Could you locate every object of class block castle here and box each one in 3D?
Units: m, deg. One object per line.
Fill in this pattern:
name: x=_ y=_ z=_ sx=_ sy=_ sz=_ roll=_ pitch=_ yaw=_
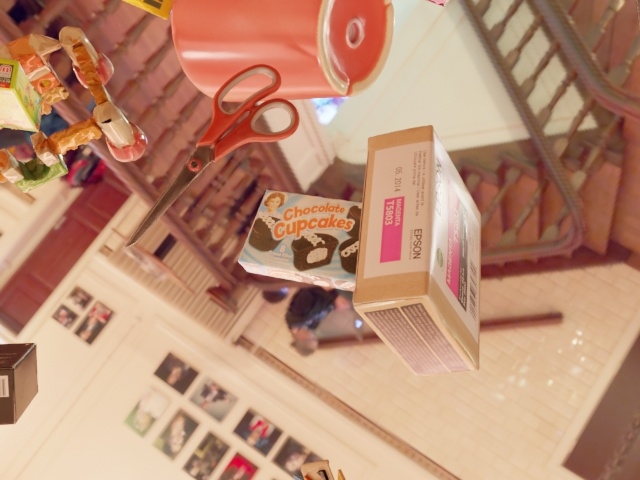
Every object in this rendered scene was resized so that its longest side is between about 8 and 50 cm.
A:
block castle: x=-0.640 y=-0.234 z=1.727 sx=0.303 sy=0.453 sz=0.213 roll=62 pitch=176 yaw=20

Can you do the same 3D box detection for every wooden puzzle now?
wooden puzzle: x=0.001 y=0.352 z=1.129 sx=0.116 sy=0.014 sz=0.079 roll=-38 pitch=68 yaw=46

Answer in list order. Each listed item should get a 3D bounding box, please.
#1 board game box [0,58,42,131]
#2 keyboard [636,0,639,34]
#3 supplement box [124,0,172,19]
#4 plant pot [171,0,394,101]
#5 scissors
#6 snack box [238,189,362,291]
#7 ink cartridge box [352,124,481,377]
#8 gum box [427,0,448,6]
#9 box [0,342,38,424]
board game box: x=-0.468 y=-0.212 z=1.149 sx=0.092 sy=0.043 sz=0.181 roll=7 pitch=168 yaw=-8
keyboard: x=0.630 y=-0.289 z=1.361 sx=0.033 sy=0.201 sz=0.317 roll=14 pitch=122 yaw=58
supplement box: x=-0.354 y=-0.509 z=1.247 sx=0.195 sy=0.194 sz=0.356 roll=15 pitch=-163 yaw=-41
plant pot: x=-0.041 y=-0.325 z=1.182 sx=0.243 sy=0.275 sz=0.275 roll=16 pitch=158 yaw=33
scissors: x=-0.156 y=-0.115 z=1.018 sx=0.109 sy=0.297 sz=0.021 roll=52 pitch=168 yaw=2
snack box: x=0.000 y=0.000 z=1.711 sx=0.322 sy=0.187 sz=0.060 roll=9 pitch=155 yaw=24
ink cartridge box: x=0.122 y=0.016 z=0.936 sx=0.088 sy=0.235 sz=0.193 roll=-9 pitch=145 yaw=25
gum box: x=0.195 y=-0.520 z=1.422 sx=0.107 sy=0.188 sz=0.062 roll=13 pitch=165 yaw=-15
box: x=-0.626 y=0.241 z=1.327 sx=0.261 sy=0.103 sz=0.184 roll=-1 pitch=-172 yaw=-8
